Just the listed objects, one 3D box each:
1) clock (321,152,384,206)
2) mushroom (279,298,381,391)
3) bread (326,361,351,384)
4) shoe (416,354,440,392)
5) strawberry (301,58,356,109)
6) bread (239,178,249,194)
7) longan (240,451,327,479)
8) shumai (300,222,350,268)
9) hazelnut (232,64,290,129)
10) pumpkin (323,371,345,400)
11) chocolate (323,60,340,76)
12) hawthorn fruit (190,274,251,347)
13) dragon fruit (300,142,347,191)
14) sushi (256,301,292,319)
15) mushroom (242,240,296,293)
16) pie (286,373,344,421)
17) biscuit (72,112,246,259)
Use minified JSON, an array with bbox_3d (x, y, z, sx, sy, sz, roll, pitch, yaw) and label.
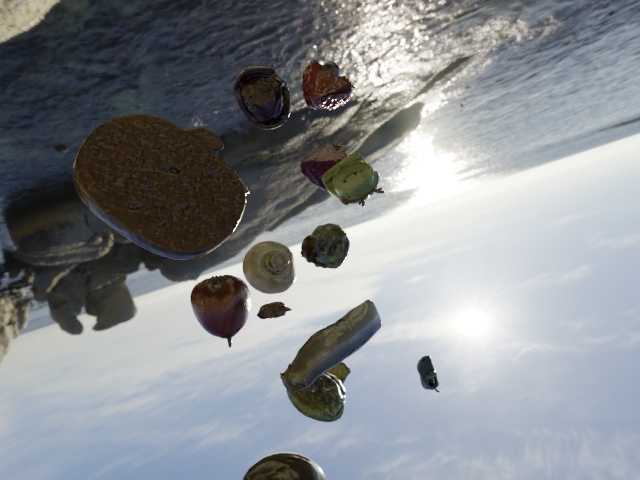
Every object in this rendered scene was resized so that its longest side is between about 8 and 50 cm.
[{"bbox_3d":[0.166,-0.274,1.937,0.235,0.096,0.308,-36,-135,-5],"label":"clock"},{"bbox_3d":[0.038,0.340,1.333,0.397,0.126,0.177,-26,161,-40],"label":"mushroom"},{"bbox_3d":[0.052,0.774,2.312,0.252,0.174,0.133,-56,159,-10],"label":"bread"},{"bbox_3d":[0.411,0.505,1.561,0.063,0.143,0.071,-15,-171,-22],"label":"shoe"},{"bbox_3d":[0.017,-0.443,1.256,0.174,0.228,0.098,19,133,-16],"label":"strawberry"},{"bbox_3d":[-0.513,-0.221,1.667,0.369,0.314,0.192,-4,127,-40],"label":"bread"},{"bbox_3d":[-0.139,0.988,1.557,0.360,0.361,0.361,-18,180,0],"label":"longan"},{"bbox_3d":[0.000,0.000,1.989,0.225,0.222,0.261,-44,-143,16],"label":"shumai"},{"bbox_3d":[-0.195,-0.477,1.364,0.170,0.160,0.201,-49,136,1],"label":"hazelnut"},{"bbox_3d":[0.020,0.785,2.096,0.220,0.221,0.162,-18,160,-15],"label":"pumpkin"},{"bbox_3d":[0.037,-0.544,1.407,0.072,0.072,0.167,-18,164,0],"label":"chocolate"},{"bbox_3d":[-0.332,0.241,1.394,0.199,0.251,0.199,-9,178,0],"label":"hawthorn fruit"},{"bbox_3d":[0.038,-0.466,2.487,0.330,0.303,0.240,2,159,-20],"label":"dragon fruit"},{"bbox_3d":[-0.156,0.239,1.388,0.117,0.062,0.060,-20,-147,-9],"label":"sushi"},{"bbox_3d":[-0.207,0.113,1.788,0.246,0.246,0.202,-18,173,-37],"label":"mushroom"},{"bbox_3d":[-0.018,0.686,1.831,0.276,0.079,0.277,17,-162,-6],"label":"pie"},{"bbox_3d":[-0.372,-0.145,1.019,0.350,0.394,0.070,-53,-169,-26],"label":"biscuit"}]
